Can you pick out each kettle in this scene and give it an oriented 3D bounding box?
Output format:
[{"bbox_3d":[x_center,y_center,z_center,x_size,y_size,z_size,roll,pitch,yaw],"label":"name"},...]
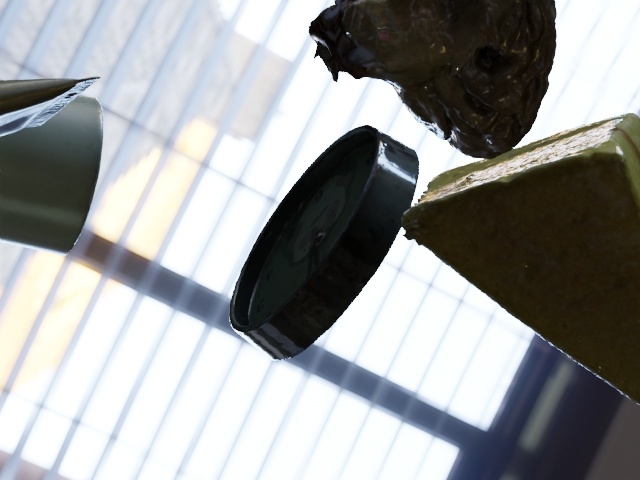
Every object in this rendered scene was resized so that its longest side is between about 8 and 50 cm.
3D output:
[{"bbox_3d":[-0.447,-0.132,2.319,0.205,0.318,0.265,126,-32,-52],"label":"kettle"}]

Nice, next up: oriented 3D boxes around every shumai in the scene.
[{"bbox_3d":[0.087,-0.157,1.517,0.166,0.176,0.205,48,-37,41],"label":"shumai"}]

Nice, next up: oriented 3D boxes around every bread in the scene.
[{"bbox_3d":[0.269,0.078,1.847,0.245,0.361,0.233,-20,-173,17],"label":"bread"}]

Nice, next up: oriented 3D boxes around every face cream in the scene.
[{"bbox_3d":[-0.374,-0.106,1.667,0.137,0.341,0.084,-29,-105,54],"label":"face cream"}]

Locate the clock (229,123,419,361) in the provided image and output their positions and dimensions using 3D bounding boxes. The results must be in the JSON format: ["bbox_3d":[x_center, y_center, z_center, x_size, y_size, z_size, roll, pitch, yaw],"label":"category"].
[{"bbox_3d":[0.001,0.000,2.312,0.319,0.066,0.319,-48,-161,23],"label":"clock"}]
